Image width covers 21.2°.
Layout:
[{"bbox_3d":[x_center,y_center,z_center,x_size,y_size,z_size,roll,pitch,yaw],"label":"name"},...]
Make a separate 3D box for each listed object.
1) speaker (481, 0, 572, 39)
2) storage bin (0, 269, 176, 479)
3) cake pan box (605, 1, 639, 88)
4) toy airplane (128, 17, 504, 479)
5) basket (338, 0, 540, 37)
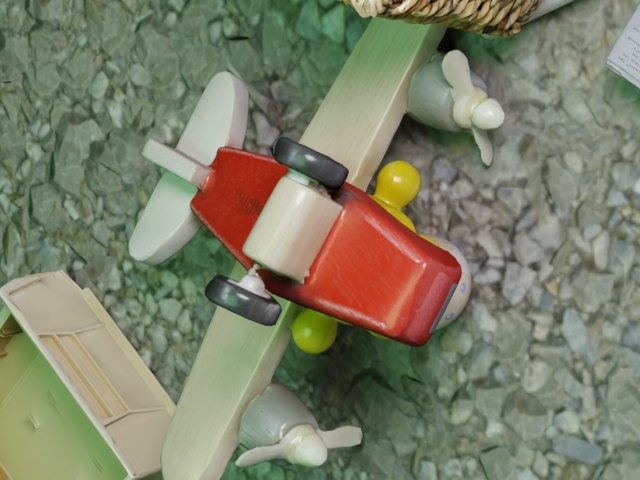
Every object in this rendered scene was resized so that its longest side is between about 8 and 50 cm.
[{"bbox_3d":[0.183,-0.214,1.400,0.136,0.055,0.055,-23,82,36],"label":"speaker"},{"bbox_3d":[-0.290,0.209,1.765,0.260,0.123,0.262,51,122,19],"label":"storage bin"},{"bbox_3d":[0.371,-0.169,1.262,0.267,0.070,0.245,39,115,26],"label":"cake pan box"},{"bbox_3d":[0.000,0.000,1.469,0.386,0.272,0.384,-41,34,42],"label":"toy airplane"},{"bbox_3d":[0.054,-0.322,1.323,0.299,0.223,0.213,46,117,28],"label":"basket"}]
